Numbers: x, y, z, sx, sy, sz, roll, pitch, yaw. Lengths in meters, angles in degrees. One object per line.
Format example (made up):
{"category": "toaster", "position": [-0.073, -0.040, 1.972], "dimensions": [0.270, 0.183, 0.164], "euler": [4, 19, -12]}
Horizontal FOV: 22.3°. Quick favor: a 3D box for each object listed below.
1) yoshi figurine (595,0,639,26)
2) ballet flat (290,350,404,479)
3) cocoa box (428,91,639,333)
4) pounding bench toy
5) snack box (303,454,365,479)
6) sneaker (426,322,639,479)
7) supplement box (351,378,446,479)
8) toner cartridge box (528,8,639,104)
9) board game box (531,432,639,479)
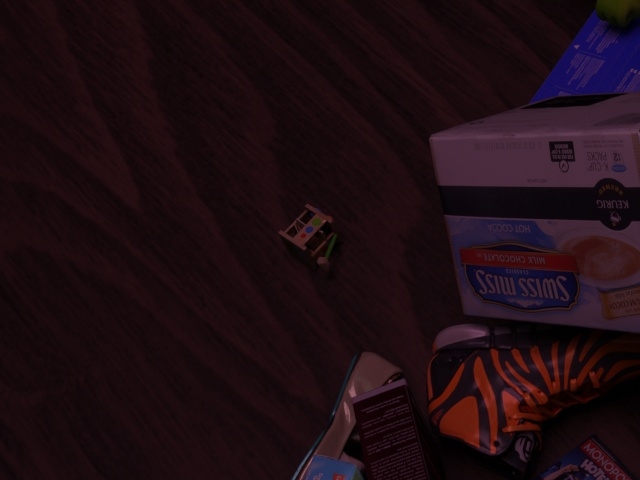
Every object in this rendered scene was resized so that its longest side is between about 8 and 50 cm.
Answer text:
{"category": "yoshi figurine", "position": [0.463, -0.373, 2.131], "dimensions": [0.203, 0.204, 0.362], "euler": [-2, 22, -32]}
{"category": "ballet flat", "position": [0.032, 0.245, 1.967], "dimensions": [0.086, 0.086, 0.248], "euler": [13, 60, 28]}
{"category": "cocoa box", "position": [0.330, -0.038, 1.839], "dimensions": [0.231, 0.228, 0.347], "euler": [-19, 13, -34]}
{"category": "pounding bench toy", "position": [0.000, 0.000, 2.170], "dimensions": [0.083, 0.052, 0.065], "euler": [33, 71, 36]}
{"category": "snack box", "position": [-0.014, 0.419, 1.779], "dimensions": [0.060, 0.187, 0.322], "euler": [9, 59, 27]}
{"category": "sneaker", "position": [0.275, 0.188, 1.898], "dimensions": [0.321, 0.124, 0.180], "euler": [-9, 56, 28]}
{"category": "supplement box", "position": [0.104, 0.286, 1.837], "dimensions": [0.073, 0.130, 0.239], "euler": [-21, 36, 6]}
{"category": "toner cartridge box", "position": [0.407, -0.216, 2.160], "dimensions": [0.165, 0.075, 0.348], "euler": [24, 66, 32]}
{"category": "board game box", "position": [0.330, 0.318, 1.805], "dimensions": [0.194, 0.060, 0.194], "euler": [-34, 50, -7]}
